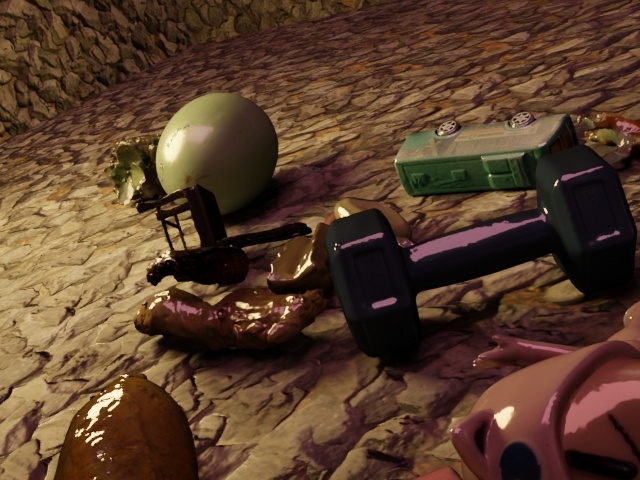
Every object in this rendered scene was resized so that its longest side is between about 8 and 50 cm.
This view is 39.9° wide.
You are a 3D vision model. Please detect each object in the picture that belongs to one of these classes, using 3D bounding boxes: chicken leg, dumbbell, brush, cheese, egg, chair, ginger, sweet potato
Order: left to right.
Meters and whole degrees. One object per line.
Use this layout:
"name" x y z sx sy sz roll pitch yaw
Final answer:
"sweet potato" -0.150 0.233 0.703 0.131 0.130 0.422 -21 23 -5
"chicken leg" -0.147 0.035 1.169 0.106 0.051 0.253 -3 -3 9
"ginger" -0.127 0.088 1.083 0.290 0.084 0.122 -4 28 34
"egg" -0.178 -0.152 1.541 0.203 0.202 0.282 -10 20 21
"chair" -0.139 -0.031 1.313 0.229 0.113 0.106 -18 -6 5
"brush" 0.000 0.000 1.229 0.084 0.071 0.301 -15 16 18
"cheese" 0.094 -0.008 1.175 0.097 0.037 0.192 6 19 -30
"dumbbell" 0.168 0.012 0.948 0.316 0.143 0.156 -17 21 3

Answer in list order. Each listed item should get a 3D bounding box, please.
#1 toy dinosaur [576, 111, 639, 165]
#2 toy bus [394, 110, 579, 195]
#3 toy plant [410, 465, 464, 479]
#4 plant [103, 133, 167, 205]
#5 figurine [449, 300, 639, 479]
"toy dinosaur" 0.444 -0.143 1.245 0.142 0.057 0.212 -10 26 -34
"toy bus" 0.241 -0.123 1.298 0.262 0.091 0.109 -4 37 36
"toy plant" -0.005 0.281 0.370 0.356 0.210 0.317 -35 25 -6
"plant" -0.354 -0.149 1.766 0.131 0.142 0.203 4 23 13
"figurine" 0.222 0.123 0.616 0.287 0.176 0.186 -17 -9 -35
